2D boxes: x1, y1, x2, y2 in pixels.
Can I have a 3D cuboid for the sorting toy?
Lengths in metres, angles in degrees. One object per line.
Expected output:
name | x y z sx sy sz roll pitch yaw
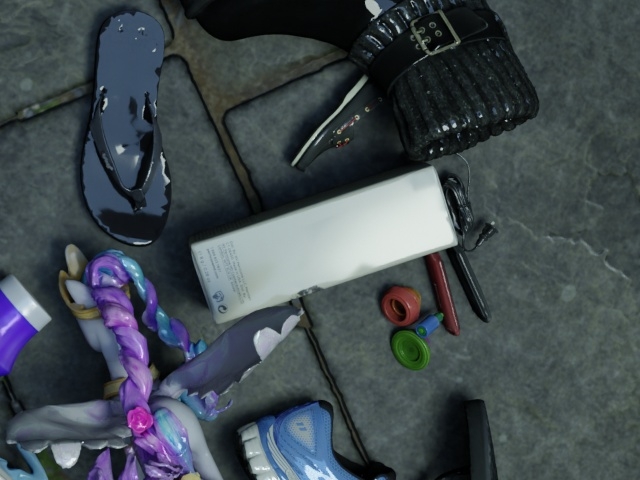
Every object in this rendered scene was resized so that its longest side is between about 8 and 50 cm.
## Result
sorting toy | 0.109 0.094 1.881 0.042 0.061 0.102 -34 113 -44

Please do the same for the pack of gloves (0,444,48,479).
pack of gloves | -0.271 0.271 1.725 0.232 0.195 0.046 45 79 -14

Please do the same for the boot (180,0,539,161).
boot | 0.047 -0.200 1.763 0.348 0.131 0.260 -16 86 -12

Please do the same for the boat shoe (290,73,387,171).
boat shoe | 0.020 -0.124 1.833 0.042 0.049 0.133 44 80 -6

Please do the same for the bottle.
bottle | -0.409 0.150 1.730 0.283 0.092 0.118 -40 104 -7

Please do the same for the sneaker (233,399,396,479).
sneaker | 0.039 0.325 1.841 0.147 0.130 0.330 -29 101 -7

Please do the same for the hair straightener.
hair straightener | 0.153 -0.012 1.886 0.089 0.047 0.230 -19 95 -12

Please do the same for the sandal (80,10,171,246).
sandal | -0.209 -0.118 1.773 0.097 0.054 0.254 -4 96 -14

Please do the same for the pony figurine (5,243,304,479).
pony figurine | -0.165 0.190 1.672 0.303 0.351 0.363 -22 104 -16

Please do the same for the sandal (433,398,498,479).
sandal | 0.154 0.403 1.867 0.107 0.167 0.445 -1 96 4

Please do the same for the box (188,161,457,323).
box | 0.000 0.000 1.790 0.275 0.113 0.094 -18 97 -2
